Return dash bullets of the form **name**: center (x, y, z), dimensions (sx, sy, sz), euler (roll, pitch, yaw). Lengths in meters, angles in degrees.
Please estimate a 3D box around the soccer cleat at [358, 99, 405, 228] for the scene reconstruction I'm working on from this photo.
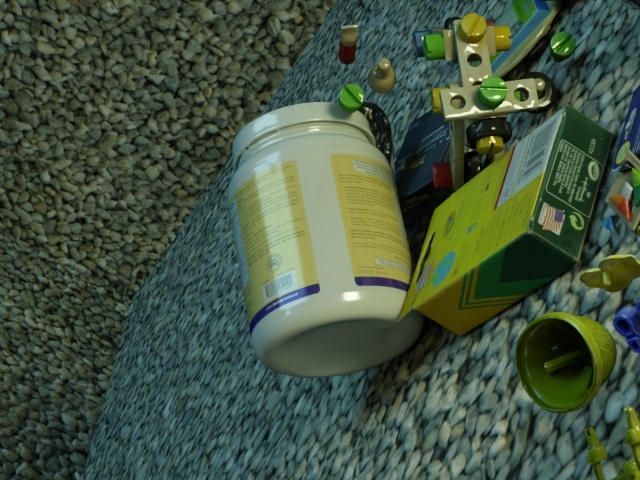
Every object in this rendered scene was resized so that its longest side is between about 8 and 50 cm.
- **soccer cleat**: center (0.066, -0.049, 2.403), dimensions (0.143, 0.116, 0.331), euler (160, 111, -79)

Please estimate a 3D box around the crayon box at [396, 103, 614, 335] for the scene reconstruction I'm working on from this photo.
- **crayon box**: center (0.227, -0.011, 1.966), dimensions (0.318, 0.081, 0.202), euler (-39, 25, 54)

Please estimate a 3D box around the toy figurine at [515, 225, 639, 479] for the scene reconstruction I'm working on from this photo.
- **toy figurine**: center (0.351, 0.058, 1.377), dimensions (0.217, 0.191, 0.362), euler (-33, -9, -30)

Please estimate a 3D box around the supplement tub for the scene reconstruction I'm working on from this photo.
- **supplement tub**: center (0.000, 0.000, 2.183), dimensions (0.241, 0.241, 0.331), euler (-44, 49, 49)

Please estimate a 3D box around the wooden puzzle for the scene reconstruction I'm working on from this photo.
- **wooden puzzle**: center (0.341, -0.056, 1.723), dimensions (0.078, 0.014, 0.116), euler (-127, 49, -57)

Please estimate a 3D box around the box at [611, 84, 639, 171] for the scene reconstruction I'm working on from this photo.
- **box**: center (0.410, -0.164, 1.722), dimensions (0.225, 0.036, 0.136), euler (-40, 23, 54)

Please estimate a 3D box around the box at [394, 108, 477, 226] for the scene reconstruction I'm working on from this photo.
- **box**: center (0.179, -0.128, 2.423), dimensions (0.232, 0.059, 0.183), euler (-30, 34, 65)

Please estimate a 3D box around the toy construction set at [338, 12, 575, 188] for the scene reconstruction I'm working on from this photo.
- **toy construction set**: center (0.166, -0.219, 2.067), dimensions (0.237, 0.308, 0.257), euler (88, -160, -79)

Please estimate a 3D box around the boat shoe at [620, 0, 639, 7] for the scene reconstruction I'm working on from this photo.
- **boat shoe**: center (0.401, -0.349, 1.994), dimensions (0.108, 0.102, 0.301), euler (-55, 15, 19)

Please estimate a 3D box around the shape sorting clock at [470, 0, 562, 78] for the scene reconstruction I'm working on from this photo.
- **shape sorting clock**: center (0.302, -0.316, 2.412), dimensions (0.206, 0.040, 0.206), euler (-51, 15, 19)
